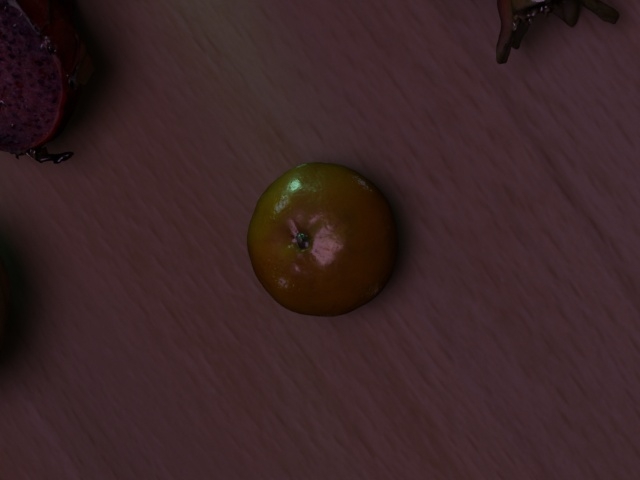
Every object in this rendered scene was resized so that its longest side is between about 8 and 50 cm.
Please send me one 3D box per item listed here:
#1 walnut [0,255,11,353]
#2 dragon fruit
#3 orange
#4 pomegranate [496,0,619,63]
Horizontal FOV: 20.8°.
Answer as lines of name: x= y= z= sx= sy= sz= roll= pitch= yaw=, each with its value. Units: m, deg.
walnut: x=-0.435 y=0.074 z=1.865 sx=0.228 sy=0.228 sz=0.228 roll=1 pitch=94 yaw=20
dragon fruit: x=-0.328 y=-0.217 z=1.853 sx=0.224 sy=0.148 sz=0.218 roll=22 pitch=132 yaw=8
orange: x=0.000 y=0.000 z=1.744 sx=0.156 sy=0.124 sz=0.156 roll=2 pitch=98 yaw=18
pomegranate: x=0.166 y=-0.329 z=1.583 sx=0.291 sy=0.291 sz=0.323 roll=-8 pitch=91 yaw=20
